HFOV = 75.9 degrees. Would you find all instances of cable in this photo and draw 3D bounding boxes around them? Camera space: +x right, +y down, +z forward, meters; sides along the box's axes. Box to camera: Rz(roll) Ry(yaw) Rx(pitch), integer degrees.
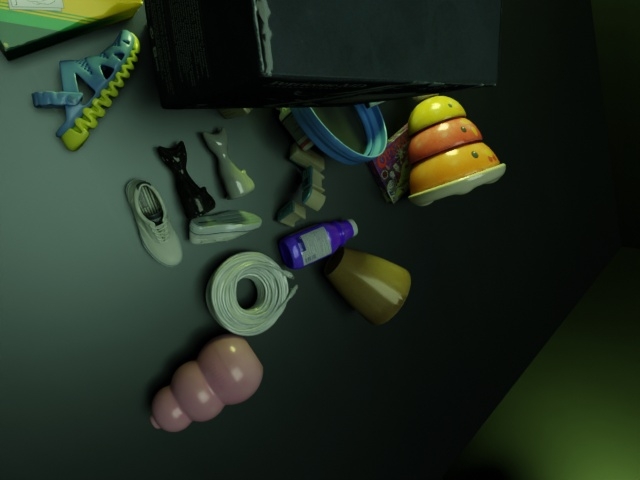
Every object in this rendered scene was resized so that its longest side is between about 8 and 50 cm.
[{"bbox_3d":[-0.223,0.161,1.265,0.257,0.089,0.257,43,64,-25],"label":"cable"}]

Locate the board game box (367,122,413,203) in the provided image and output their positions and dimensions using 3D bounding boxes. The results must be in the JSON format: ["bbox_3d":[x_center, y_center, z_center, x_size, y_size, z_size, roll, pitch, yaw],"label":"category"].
[{"bbox_3d":[0.341,-0.327,1.603,0.347,0.056,0.208,-43,115,-20],"label":"board game box"}]

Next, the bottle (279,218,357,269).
[{"bbox_3d":[0.000,0.000,1.402,0.283,0.092,0.118,-24,105,-29],"label":"bottle"}]

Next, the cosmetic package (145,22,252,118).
[{"bbox_3d":[-0.289,-0.482,1.082,0.309,0.160,0.113,47,72,-29],"label":"cosmetic package"}]

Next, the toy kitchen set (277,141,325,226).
[{"bbox_3d":[-0.085,-0.180,1.334,0.122,0.166,0.207,28,46,-35],"label":"toy kitchen set"}]

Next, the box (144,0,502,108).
[{"bbox_3d":[-0.014,-0.408,0.752,0.480,0.472,0.297,-13,106,-32],"label":"box"}]

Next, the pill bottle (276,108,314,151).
[{"bbox_3d":[-0.064,-0.377,1.267,0.108,0.108,0.180,-42,101,-21],"label":"pill bottle"}]

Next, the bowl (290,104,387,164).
[{"bbox_3d":[0.050,-0.406,1.260,0.391,0.077,0.391,26,49,-34],"label":"bowl"}]

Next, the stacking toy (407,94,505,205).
[{"bbox_3d":[0.423,-0.392,1.481,0.351,0.351,0.479,-21,93,-29],"label":"stacking toy"}]

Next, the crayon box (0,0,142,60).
[{"bbox_3d":[-0.624,-0.623,0.863,0.313,0.106,0.362,-37,117,-23],"label":"crayon box"}]

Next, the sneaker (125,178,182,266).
[{"bbox_3d":[-0.443,-0.039,1.098,0.094,0.091,0.258,-32,114,-26],"label":"sneaker"}]

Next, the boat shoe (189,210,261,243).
[{"bbox_3d":[-0.286,-0.036,1.225,0.226,0.083,0.075,-5,131,-37],"label":"boat shoe"}]

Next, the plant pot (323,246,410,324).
[{"bbox_3d":[0.147,0.137,1.463,0.254,0.237,0.237,34,79,-19],"label":"plant pot"}]

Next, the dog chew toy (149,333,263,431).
[{"bbox_3d":[-0.336,0.423,1.196,0.332,0.207,0.206,-33,115,-17],"label":"dog chew toy"}]

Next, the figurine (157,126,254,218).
[{"bbox_3d":[-0.320,-0.198,1.161,0.215,0.092,0.209,-30,110,-27],"label":"figurine"}]

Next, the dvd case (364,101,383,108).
[{"bbox_3d":[0.201,-0.554,1.361,0.253,0.022,0.180,-31,96,-32],"label":"dvd case"}]

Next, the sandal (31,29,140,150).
[{"bbox_3d":[-0.543,-0.372,0.958,0.138,0.126,0.317,36,77,-29],"label":"sandal"}]
